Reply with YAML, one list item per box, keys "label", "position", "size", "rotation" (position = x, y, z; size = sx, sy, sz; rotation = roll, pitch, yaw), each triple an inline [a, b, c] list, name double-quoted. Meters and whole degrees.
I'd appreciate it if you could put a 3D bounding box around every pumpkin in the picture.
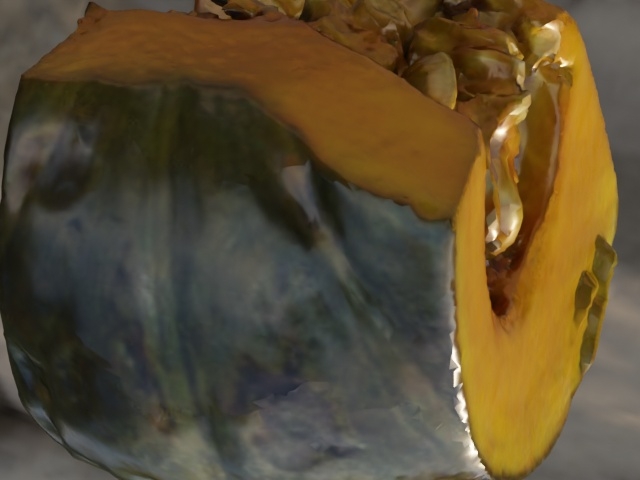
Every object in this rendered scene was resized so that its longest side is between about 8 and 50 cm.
- label: "pumpkin"
  position: [0.000, 0.000, 0.920]
  size: [0.225, 0.303, 0.256]
  rotation: [9, 121, 22]
